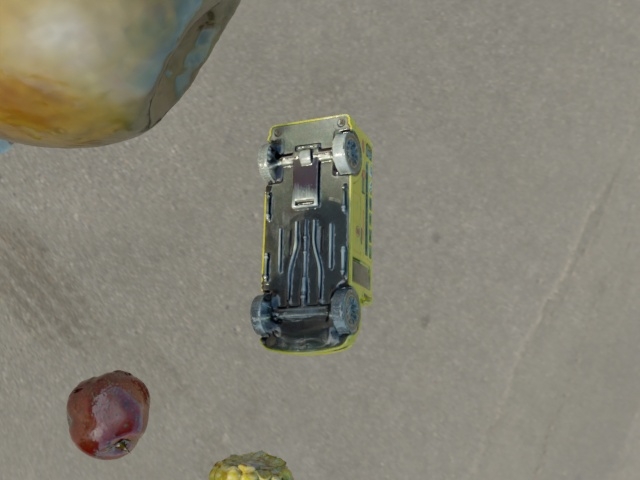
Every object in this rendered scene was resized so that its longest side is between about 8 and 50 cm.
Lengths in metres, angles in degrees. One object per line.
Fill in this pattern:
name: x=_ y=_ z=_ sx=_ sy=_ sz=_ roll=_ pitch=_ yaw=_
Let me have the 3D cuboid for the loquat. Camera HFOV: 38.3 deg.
loquat: x=-0.138 y=-0.142 z=0.388 sx=0.227 sy=0.179 sz=0.179 roll=40 pitch=82 yaw=6

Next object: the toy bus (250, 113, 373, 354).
toy bus: x=0.000 y=0.000 z=1.297 sx=0.152 sy=0.144 sz=0.330 roll=28 pitch=61 yaw=-61

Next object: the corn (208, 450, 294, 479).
corn: x=-0.064 y=0.338 z=0.790 sx=0.102 sy=0.101 sz=0.310 roll=0 pitch=88 yaw=-30

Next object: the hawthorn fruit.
hawthorn fruit: x=-0.209 y=0.177 z=0.920 sx=0.093 sy=0.093 sz=0.093 roll=-10 pitch=110 yaw=-28

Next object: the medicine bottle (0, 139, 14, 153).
medicine bottle: x=-0.383 y=-0.137 z=1.065 sx=0.055 sy=0.074 sz=0.118 roll=36 pitch=74 yaw=7
